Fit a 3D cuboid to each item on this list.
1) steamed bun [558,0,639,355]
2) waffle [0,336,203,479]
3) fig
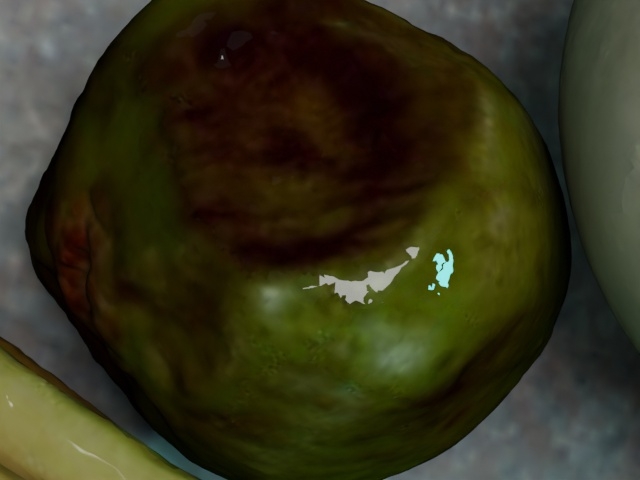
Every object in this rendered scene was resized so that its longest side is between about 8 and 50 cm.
[{"bbox_3d":[0.170,-0.015,0.420,0.232,0.145,0.232,9,56,-14],"label":"steamed bun"},{"bbox_3d":[-0.166,0.082,0.357,0.328,0.098,0.224,35,70,3],"label":"waffle"},{"bbox_3d":[0.000,0.000,0.434,0.166,0.154,0.144,20,59,-46],"label":"fig"}]
